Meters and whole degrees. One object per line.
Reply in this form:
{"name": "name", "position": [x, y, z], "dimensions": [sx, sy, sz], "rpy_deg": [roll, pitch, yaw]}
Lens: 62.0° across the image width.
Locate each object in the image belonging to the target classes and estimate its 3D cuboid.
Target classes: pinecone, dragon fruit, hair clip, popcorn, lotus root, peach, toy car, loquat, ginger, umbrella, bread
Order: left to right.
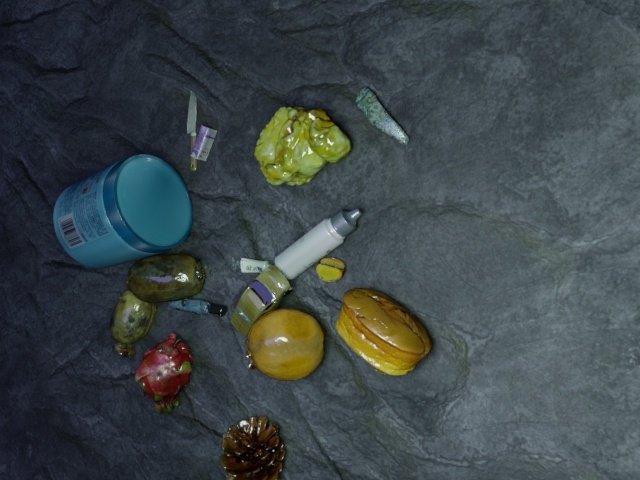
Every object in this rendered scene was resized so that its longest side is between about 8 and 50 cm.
{"name": "lotus root", "position": [-0.692, 0.302, 1.937], "dimensions": [0.154, 0.154, 0.277], "rpy_deg": [24, 100, 29]}
{"name": "lotus root", "position": [-0.539, 0.129, 1.832], "dimensions": [0.275, 0.152, 0.159], "rpy_deg": [-9, 65, 16]}
{"name": "dragon fruit", "position": [-0.523, 0.461, 1.836], "dimensions": [0.199, 0.200, 0.269], "rpy_deg": [17, 137, 24]}
{"name": "umbrella", "position": [-0.425, 0.225, 1.839], "dimensions": [0.251, 0.052, 0.053], "rpy_deg": [2, 108, 32]}
{"name": "ginger", "position": [-0.290, 0.720, 1.747], "dimensions": [0.070, 0.051, 0.173], "rpy_deg": [-4, 84, 34]}
{"name": "pinecone", "position": [-0.208, 0.649, 1.620], "dimensions": [0.203, 0.201, 0.228], "rpy_deg": [-1, 56, 6]}
{"name": "toy car", "position": [-0.186, 0.188, 1.620], "dimensions": [0.101, 0.124, 0.256], "rpy_deg": [46, 137, 15]}
{"name": "loquat", "position": [-0.099, 0.302, 1.558], "dimensions": [0.238, 0.238, 0.193], "rpy_deg": [-36, 42, 24]}
{"name": "popcorn", "position": [-0.061, -0.296, 1.579], "dimensions": [0.286, 0.174, 0.225], "rpy_deg": [-25, 69, 27]}
{"name": "peach", "position": [0.034, 0.081, 1.576], "dimensions": [0.083, 0.050, 0.077], "rpy_deg": [-26, 101, 37]}
{"name": "hair clip", "position": [0.172, -0.354, 1.520], "dimensions": [0.066, 0.036, 0.229], "rpy_deg": [-49, 66, 27]}
{"name": "bread", "position": [0.164, 0.234, 1.417], "dimensions": [0.270, 0.196, 0.142], "rpy_deg": [36, 116, 29]}

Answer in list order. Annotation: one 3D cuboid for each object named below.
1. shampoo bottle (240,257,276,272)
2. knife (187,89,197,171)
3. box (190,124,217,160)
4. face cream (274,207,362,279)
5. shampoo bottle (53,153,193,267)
{"name": "shampoo bottle", "position": [-0.197, 0.083, 1.723], "dimensions": [0.141, 0.034, 0.048], "rpy_deg": [2, 84, 29]}
{"name": "knife", "position": [-0.459, -0.393, 1.900], "dimensions": [0.047, 0.017, 0.297], "rpy_deg": [-2, 88, 36]}
{"name": "box", "position": [-0.405, -0.337, 1.848], "dimensions": [0.036, 0.051, 0.117], "rpy_deg": [30, 102, 29]}
{"name": "face cream", "position": [0.000, 0.000, 1.577], "dimensions": [0.311, 0.092, 0.092], "rpy_deg": [-38, 70, 25]}
{"name": "shampoo bottle", "position": [-0.683, -0.091, 1.840], "dimensions": [0.343, 0.331, 0.330], "rpy_deg": [-15, 81, 29]}
